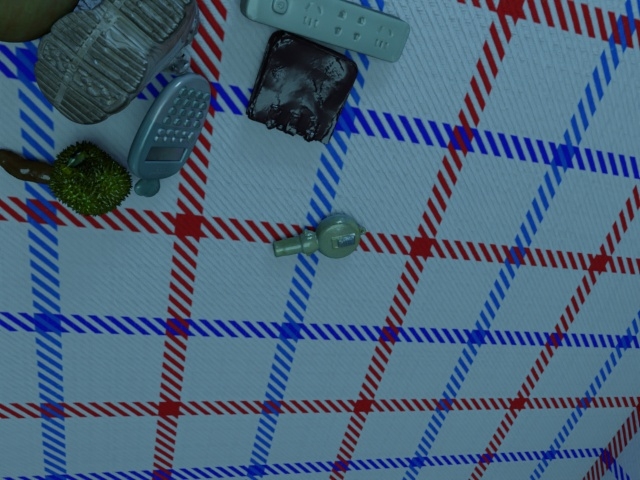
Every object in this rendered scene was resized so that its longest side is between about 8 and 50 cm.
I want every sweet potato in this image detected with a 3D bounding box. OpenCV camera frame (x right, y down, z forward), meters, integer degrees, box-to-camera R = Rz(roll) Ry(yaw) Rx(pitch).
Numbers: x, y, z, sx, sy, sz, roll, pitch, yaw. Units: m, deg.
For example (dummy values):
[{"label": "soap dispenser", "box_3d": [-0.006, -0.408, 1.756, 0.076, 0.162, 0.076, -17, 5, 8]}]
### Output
[{"label": "sweet potato", "box_3d": [-0.654, -0.162, 1.057, 0.194, 0.056, 0.056, 22, 113, -18]}]

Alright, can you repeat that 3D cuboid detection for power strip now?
[{"label": "power strip", "box_3d": [0.008, -0.460, 1.006, 0.385, 0.062, 0.091, 5, 121, -26]}]

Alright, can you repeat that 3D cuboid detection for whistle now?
[{"label": "whistle", "box_3d": [0.000, 0.000, 1.308, 0.257, 0.067, 0.126, -11, 121, -5]}]

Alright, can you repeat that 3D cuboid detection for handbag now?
[{"label": "handbag", "box_3d": [-0.043, -0.336, 1.091, 0.203, 0.074, 0.216, 13, 118, -21]}]

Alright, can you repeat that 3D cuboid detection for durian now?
[{"label": "durian", "box_3d": [-0.488, -0.120, 1.033, 0.159, 0.198, 0.146, 37, 97, -36]}]

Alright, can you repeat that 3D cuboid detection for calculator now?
[{"label": "calculator", "box_3d": [-0.325, -0.220, 1.040, 0.042, 0.184, 0.295, 35, 108, 10]}]

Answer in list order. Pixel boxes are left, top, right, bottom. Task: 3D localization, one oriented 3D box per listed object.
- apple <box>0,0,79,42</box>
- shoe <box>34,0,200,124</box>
[{"label": "apple", "box_3d": [-0.523, -0.467, 0.798, 0.256, 0.257, 0.234, 22, 143, -25]}, {"label": "shoe", "box_3d": [-0.352, -0.361, 0.915, 0.351, 0.198, 0.172, -38, 102, 11]}]
